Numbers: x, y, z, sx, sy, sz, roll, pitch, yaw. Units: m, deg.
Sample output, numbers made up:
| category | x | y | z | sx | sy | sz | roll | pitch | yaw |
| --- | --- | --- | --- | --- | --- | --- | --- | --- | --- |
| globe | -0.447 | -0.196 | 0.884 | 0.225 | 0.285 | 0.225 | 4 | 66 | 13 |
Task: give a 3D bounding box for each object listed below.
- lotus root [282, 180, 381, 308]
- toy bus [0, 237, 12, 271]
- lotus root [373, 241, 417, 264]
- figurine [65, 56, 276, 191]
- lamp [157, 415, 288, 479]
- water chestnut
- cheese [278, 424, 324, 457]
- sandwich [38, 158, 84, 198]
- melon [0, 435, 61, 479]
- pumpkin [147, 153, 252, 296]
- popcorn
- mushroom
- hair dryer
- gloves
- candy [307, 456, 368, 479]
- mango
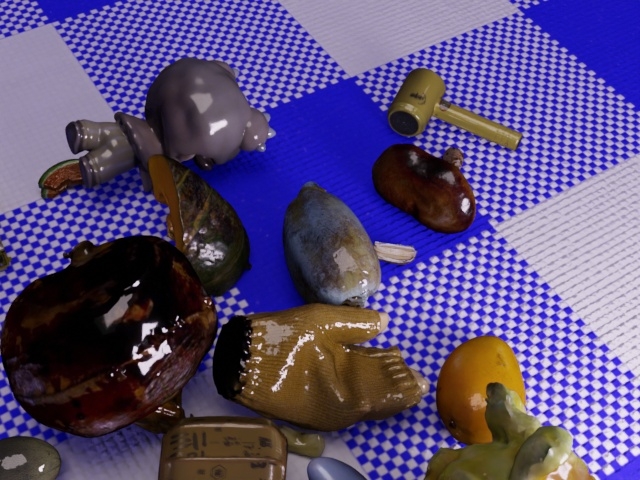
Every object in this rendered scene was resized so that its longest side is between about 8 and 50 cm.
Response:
| category | x | y | z | sx | sy | sz | roll | pitch | yaw |
| --- | --- | --- | --- | --- | --- | --- | --- | --- | --- |
| lotus root | 0.000 | 0.000 | 1.622 | 0.139 | 0.158 | 0.322 | 6 | 40 | -31 |
| toy bus | -0.646 | -0.033 | 1.663 | 0.081 | 0.074 | 0.226 | -24 | 56 | -22 |
| lotus root | 0.137 | 0.026 | 1.691 | 0.083 | 0.030 | 0.038 | 8 | 80 | 6 |
| figurine | -0.296 | -0.225 | 1.758 | 0.380 | 0.203 | 0.248 | -24 | 60 | -19 |
| lamp | -0.142 | 0.338 | 1.338 | 0.184 | 0.161 | 0.161 | 4 | 51 | -3 |
| water chestnut | -0.305 | 0.176 | 1.401 | 0.335 | 0.347 | 0.335 | -21 | 24 | 10 |
| cheese | -0.033 | 0.316 | 1.436 | 0.083 | 0.044 | 0.030 | 12 | 35 | 9 |
| sandwich | -0.486 | -0.126 | 1.776 | 0.135 | 0.029 | 0.067 | -16 | 59 | -17 |
| melon | -0.454 | 0.342 | 1.354 | 0.130 | 0.098 | 0.098 | -6 | 51 | -9 |
| pumpkin | -0.199 | -0.047 | 1.629 | 0.163 | 0.111 | 0.279 | -5 | 68 | -29 |
| popcorn | 0.258 | 0.398 | 1.241 | 0.279 | 0.274 | 0.336 | -36 | 88 | -9 |
| mushroom | 0.241 | -0.125 | 1.775 | 0.227 | 0.148 | 0.217 | 40 | 43 | 19 |
| hair dryer | 0.285 | -0.251 | 1.898 | 0.278 | 0.090 | 0.135 | 24 | 53 | 8 |
| gloves | 0.005 | 0.203 | 1.452 | 0.356 | 0.155 | 0.203 | 9 | 68 | -15 |
| candy | 0.059 | 0.390 | 1.325 | 0.071 | 0.138 | 0.174 | -45 | 64 | -5 |
| mango | 0.264 | 0.237 | 1.482 | 0.144 | 0.113 | 0.219 | 15 | 40 | 9 |
